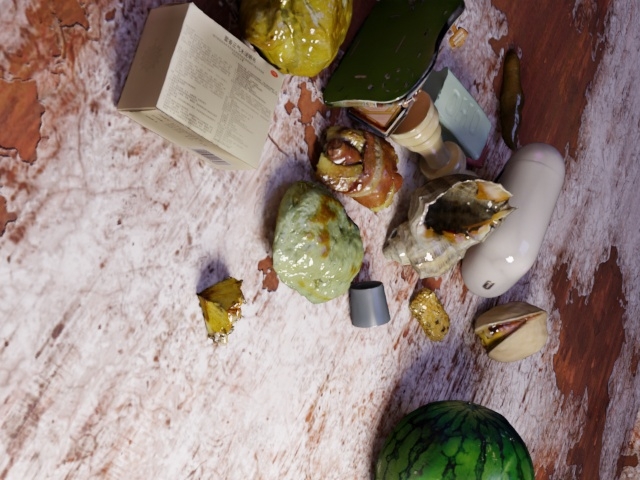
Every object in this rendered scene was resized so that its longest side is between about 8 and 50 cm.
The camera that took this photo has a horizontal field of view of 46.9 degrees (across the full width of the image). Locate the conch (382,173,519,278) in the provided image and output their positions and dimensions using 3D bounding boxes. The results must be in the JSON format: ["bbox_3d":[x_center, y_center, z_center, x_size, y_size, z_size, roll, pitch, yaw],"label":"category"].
[{"bbox_3d":[0.255,-0.047,1.548,0.291,0.159,0.210,-29,120,-11],"label":"conch"}]

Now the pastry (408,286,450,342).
[{"bbox_3d":[0.249,0.169,1.661,0.080,0.056,0.140,-55,136,-14],"label":"pastry"}]

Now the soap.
[{"bbox_3d":[0.293,-0.274,1.616,0.198,0.063,0.115,38,66,-38],"label":"soap"}]

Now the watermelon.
[{"bbox_3d":[0.274,0.506,1.522,0.363,0.363,0.363,-8,101,-49],"label":"watermelon"}]

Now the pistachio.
[{"bbox_3d":[0.486,0.232,1.877,0.229,0.157,0.157,-10,102,-40],"label":"pistachio"}]

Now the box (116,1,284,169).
[{"bbox_3d":[-0.168,-0.220,1.082,0.212,0.095,0.168,29,74,-49],"label":"box"}]

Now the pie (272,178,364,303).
[{"bbox_3d":[0.000,0.000,1.316,0.248,0.090,0.201,40,62,-49],"label":"pie"}]

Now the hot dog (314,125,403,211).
[{"bbox_3d":[0.084,-0.138,1.388,0.213,0.103,0.146,17,81,-49],"label":"hot dog"}]

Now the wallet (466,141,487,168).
[{"bbox_3d":[0.327,-0.247,1.726,0.232,0.025,0.119,11,87,-49],"label":"wallet"}]

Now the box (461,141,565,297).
[{"bbox_3d":[0.451,-0.045,1.741,0.289,0.141,0.349,98,16,-68],"label":"box"}]

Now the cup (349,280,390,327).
[{"bbox_3d":[0.097,0.122,1.469,0.100,0.078,0.077,-61,143,-77],"label":"cup"}]

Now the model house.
[{"bbox_3d":[0.161,-0.313,1.382,0.294,0.207,0.154,-61,138,-25],"label":"model house"}]

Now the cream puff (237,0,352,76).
[{"bbox_3d":[-0.032,-0.379,1.144,0.196,0.244,0.244,-2,98,-14],"label":"cream puff"}]

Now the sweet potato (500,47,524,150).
[{"bbox_3d":[0.489,-0.363,1.878,0.067,0.067,0.274,8,83,-50],"label":"sweet potato"}]

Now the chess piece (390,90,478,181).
[{"bbox_3d":[0.265,-0.166,1.602,0.397,0.117,0.117,43,63,-47],"label":"chess piece"}]

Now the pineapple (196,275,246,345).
[{"bbox_3d":[-0.161,0.120,1.171,0.077,0.114,0.114,3,112,-15],"label":"pineapple"}]
